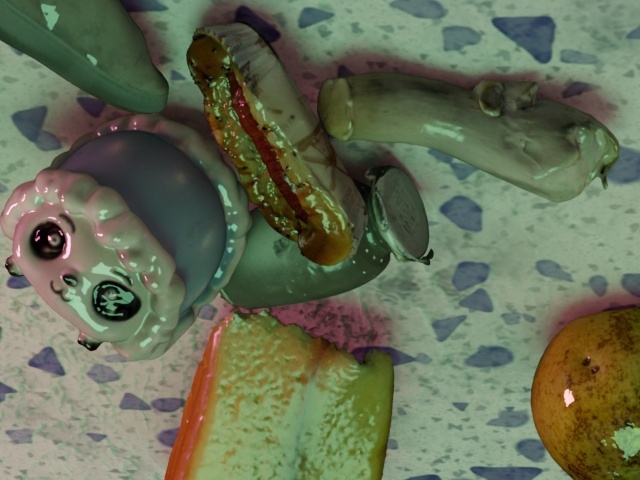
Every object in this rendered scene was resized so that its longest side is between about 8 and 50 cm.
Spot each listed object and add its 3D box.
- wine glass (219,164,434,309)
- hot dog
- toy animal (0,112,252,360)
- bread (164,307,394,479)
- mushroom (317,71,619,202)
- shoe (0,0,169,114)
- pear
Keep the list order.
[{"bbox_3d":[0.000,0.000,1.925,0.204,0.111,0.111,-18,137,29],"label":"wine glass"},{"bbox_3d":[-0.041,-0.089,1.787,0.131,0.069,0.252,11,135,58],"label":"hot dog"},{"bbox_3d":[-0.176,-0.010,1.845,0.208,0.204,0.156,46,134,0],"label":"toy animal"},{"bbox_3d":[-0.042,0.219,2.199,0.233,0.245,0.361,13,109,-6],"label":"bread"},{"bbox_3d":[0.133,-0.099,1.794,0.278,0.096,0.099,15,140,-2],"label":"mushroom"},{"bbox_3d":[-0.221,-0.194,1.732,0.251,0.103,0.100,25,97,-42],"label":"shoe"},{"bbox_3d":[0.312,0.174,2.048,0.197,0.197,0.197,4,143,3],"label":"pear"}]
